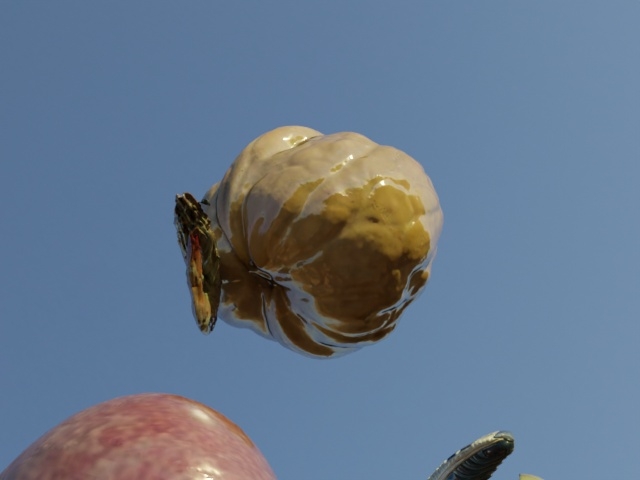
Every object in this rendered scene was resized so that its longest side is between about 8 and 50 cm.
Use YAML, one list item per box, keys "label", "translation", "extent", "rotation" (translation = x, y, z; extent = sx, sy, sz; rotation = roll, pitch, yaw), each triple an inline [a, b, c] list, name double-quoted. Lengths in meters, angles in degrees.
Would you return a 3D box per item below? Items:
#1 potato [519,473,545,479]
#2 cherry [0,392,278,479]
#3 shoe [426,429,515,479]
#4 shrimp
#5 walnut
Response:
- label: "potato"
  translation: [0.244, 0.401, 1.539]
  extent: [0.160, 0.111, 0.272]
  rotation: [91, -163, -49]
- label: "cherry"
  translation: [-0.139, 0.226, 0.969]
  extent: [0.212, 0.285, 0.236]
  rotation: [28, -85, -29]
- label: "shoe"
  translation: [0.154, 0.252, 1.385]
  extent: [0.143, 0.071, 0.064]
  rotation: [-53, -18, 21]
- label: "shrimp"
  translation: [-0.129, 0.021, 1.434]
  extent: [0.042, 0.101, 0.190]
  rotation: [-4, -48, 4]
- label: "walnut"
  translation: [0.000, 0.000, 1.588]
  extent: [0.285, 0.296, 0.285]
  rotation: [19, -116, -45]
